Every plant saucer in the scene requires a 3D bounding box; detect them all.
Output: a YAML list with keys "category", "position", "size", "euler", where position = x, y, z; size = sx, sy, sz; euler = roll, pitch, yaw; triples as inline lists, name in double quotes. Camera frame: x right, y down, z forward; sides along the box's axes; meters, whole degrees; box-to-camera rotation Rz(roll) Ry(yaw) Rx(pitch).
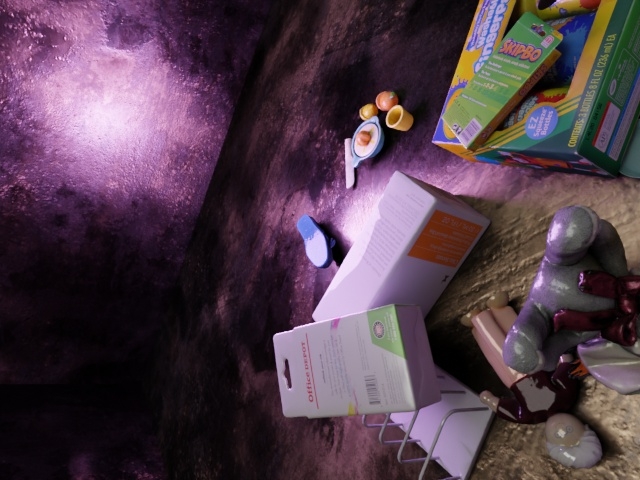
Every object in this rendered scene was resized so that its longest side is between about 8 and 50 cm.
- category: "plant saucer"
  position: [0.614, -0.173, 0.817]
  size: [0.119, 0.021, 0.120]
  euler: [-21, 63, 48]

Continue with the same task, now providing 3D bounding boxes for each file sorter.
- category: "file sorter"
  position: [0.220, 0.399, 1.026]
  size: [0.277, 0.173, 0.193]
  euler: [28, 101, 53]

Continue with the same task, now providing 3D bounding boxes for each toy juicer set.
- category: "toy juicer set"
  position: [0.145, -0.355, 1.441]
  size: [0.329, 0.089, 0.209]
  euler: [-45, 47, 36]

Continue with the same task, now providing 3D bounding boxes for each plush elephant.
- category: "plush elephant"
  position: [0.486, 0.116, 0.718]
  size: [0.255, 0.330, 0.272]
  euler: [23, 99, 30]

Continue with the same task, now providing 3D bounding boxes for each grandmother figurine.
- category: "grandmother figurine"
  position: [0.412, 0.279, 0.868]
  size: [0.208, 0.104, 0.343]
  euler: [-48, 44, 24]

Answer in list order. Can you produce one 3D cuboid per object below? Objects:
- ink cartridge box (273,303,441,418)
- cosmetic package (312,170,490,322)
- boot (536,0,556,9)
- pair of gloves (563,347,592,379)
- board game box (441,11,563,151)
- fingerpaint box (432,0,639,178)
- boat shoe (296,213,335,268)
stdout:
- category: "ink cartridge box"
  position: [0.065, 0.275, 0.971]
  size: [0.353, 0.119, 0.207]
  euler: [-20, 72, 36]
- category: "cosmetic package"
  position: [0.195, 0.078, 1.116]
  size: [0.454, 0.229, 0.161]
  euler: [-62, 40, 20]
- category: "boot"
  position: [0.432, -0.512, 0.864]
  size: [0.106, 0.037, 0.114]
  euler: [-50, 40, 12]
- category: "pair of gloves"
  position: [0.481, 0.220, 0.830]
  size: [0.083, 0.074, 0.010]
  euler: [55, 167, 37]
- category: "board game box"
  position: [0.367, -0.321, 0.895]
  size: [0.259, 0.039, 0.124]
  euler: [-55, 39, 36]
- category: "fingerpaint box"
  position: [0.482, -0.387, 0.926]
  size: [0.371, 0.163, 0.445]
  euler: [28, 101, 57]
- category: "boat shoe"
  position: [0.000, 0.000, 1.525]
  size: [0.109, 0.089, 0.258]
  euler: [-40, 43, 21]
